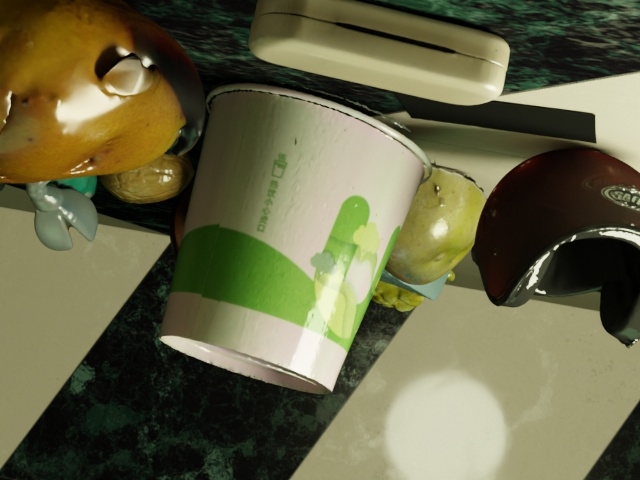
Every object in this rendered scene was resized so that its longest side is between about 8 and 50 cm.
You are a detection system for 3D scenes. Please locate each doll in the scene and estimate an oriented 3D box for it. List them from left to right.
[{"bbox_3d":[-0.407,-0.101,1.926,0.195,0.153,0.258,42,173,44],"label":"doll"}]

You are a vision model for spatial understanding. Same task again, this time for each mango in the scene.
[{"bbox_3d":[-0.219,-0.123,1.124,0.201,0.152,0.287,-37,167,9],"label":"mango"}]

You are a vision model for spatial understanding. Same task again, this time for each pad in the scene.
[{"bbox_3d":[0.171,-0.119,1.337,0.190,0.004,0.127,9,175,12],"label":"pad"}]

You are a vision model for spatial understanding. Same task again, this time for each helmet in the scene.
[{"bbox_3d":[0.259,0.002,1.429,0.189,0.193,0.216,16,162,-21],"label":"helmet"}]

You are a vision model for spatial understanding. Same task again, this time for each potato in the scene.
[{"bbox_3d":[0.122,-0.005,1.761,0.182,0.117,0.202,5,154,7],"label":"potato"}]

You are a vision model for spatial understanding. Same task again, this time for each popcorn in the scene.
[{"bbox_3d":[0.130,0.032,2.202,0.174,0.173,0.142,7,-176,32],"label":"popcorn"}]

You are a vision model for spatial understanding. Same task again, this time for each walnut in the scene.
[{"bbox_3d":[-0.227,-0.095,1.818,0.125,0.105,0.105,9,175,2],"label":"walnut"}]

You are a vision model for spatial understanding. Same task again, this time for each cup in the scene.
[{"bbox_3d":[-0.041,0.004,1.440,0.253,0.273,0.253,18,167,4],"label":"cup"}]

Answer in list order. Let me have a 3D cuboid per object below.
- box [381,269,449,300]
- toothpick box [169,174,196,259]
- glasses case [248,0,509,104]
[{"bbox_3d":[0.107,-0.004,1.992,0.162,0.130,0.227,20,177,25],"label":"box"},{"bbox_3d":[-0.091,-0.028,1.870,0.192,0.192,0.294,11,168,-16],"label":"toothpick box"},{"bbox_3d":[0.045,-0.145,1.046,0.196,0.050,0.083,11,172,-15],"label":"glasses case"}]
